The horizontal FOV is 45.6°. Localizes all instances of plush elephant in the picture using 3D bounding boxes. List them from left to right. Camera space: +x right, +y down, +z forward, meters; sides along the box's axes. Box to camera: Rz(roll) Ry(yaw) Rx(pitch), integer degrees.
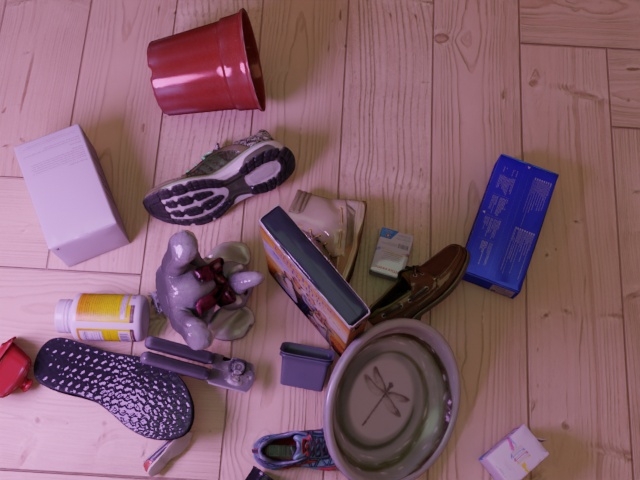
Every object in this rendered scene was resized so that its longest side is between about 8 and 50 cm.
[{"bbox_3d":[-0.256,0.116,1.858,0.255,0.330,0.272,-10,86,-27],"label":"plush elephant"}]

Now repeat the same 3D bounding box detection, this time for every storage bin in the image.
[{"bbox_3d":[-0.039,0.312,1.877,0.135,0.098,0.091,11,101,2],"label":"storage bin"}]

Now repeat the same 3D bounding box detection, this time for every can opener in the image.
[{"bbox_3d":[-0.293,0.300,1.829,0.283,0.095,0.076,19,72,-17],"label":"can opener"}]

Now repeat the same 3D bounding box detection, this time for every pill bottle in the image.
[{"bbox_3d":[-0.540,0.190,1.888,0.214,0.117,0.117,2,73,0],"label":"pill bottle"}]

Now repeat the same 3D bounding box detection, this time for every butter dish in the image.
[{"bbox_3d":[-0.752,0.324,1.844,0.118,0.160,0.160,36,75,-13],"label":"butter dish"}]

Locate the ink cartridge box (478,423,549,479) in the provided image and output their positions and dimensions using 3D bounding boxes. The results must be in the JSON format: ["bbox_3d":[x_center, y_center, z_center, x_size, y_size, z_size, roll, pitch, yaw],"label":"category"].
[{"bbox_3d":[0.466,0.509,1.813,0.143,0.092,0.090,-37,76,-13],"label":"ink cartridge box"}]

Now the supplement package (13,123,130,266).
[{"bbox_3d":[-0.632,-0.111,1.950,0.177,0.175,0.293,-22,74,-9],"label":"supplement package"}]

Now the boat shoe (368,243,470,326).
[{"bbox_3d":[0.244,0.112,1.892,0.307,0.110,0.104,-48,111,-7],"label":"boat shoe"}]

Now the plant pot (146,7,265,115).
[{"bbox_3d":[-0.304,-0.454,2.029,0.264,0.272,0.273,-10,73,4],"label":"plant pot"}]

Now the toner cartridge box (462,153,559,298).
[{"bbox_3d":[0.487,-0.039,1.993,0.165,0.075,0.348,22,74,5],"label":"toner cartridge box"}]

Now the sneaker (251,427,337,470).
[{"bbox_3d":[-0.031,0.495,1.794,0.261,0.125,0.104,-8,73,-3],"label":"sneaker"}]

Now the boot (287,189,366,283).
[{"bbox_3d":[0.000,0.000,1.964,0.203,0.095,0.262,12,71,3],"label":"boot"}]

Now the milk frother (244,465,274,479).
[{"bbox_3d":[-0.140,0.610,1.748,0.129,0.143,0.135,36,73,2],"label":"milk frother"}]

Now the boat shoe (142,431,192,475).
[{"bbox_3d":[-0.369,0.504,1.831,0.137,0.049,0.043,-44,39,-12],"label":"boat shoe"}]

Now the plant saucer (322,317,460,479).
[{"bbox_3d":[0.153,0.375,1.787,0.400,0.100,0.401,-3,95,-34],"label":"plant saucer"}]

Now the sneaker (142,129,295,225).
[{"bbox_3d":[-0.276,-0.176,2.022,0.410,0.158,0.182,-22,43,-5],"label":"sneaker"}]

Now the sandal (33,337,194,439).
[{"bbox_3d":[-0.486,0.351,1.859,0.445,0.107,0.168,20,74,19],"label":"sandal"}]

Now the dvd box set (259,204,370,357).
[{"bbox_3d":[-0.016,0.112,1.760,0.062,0.420,0.308,-39,78,-12],"label":"dvd box set"}]

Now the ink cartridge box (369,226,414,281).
[{"bbox_3d":[0.184,0.040,1.977,0.088,0.052,0.123,17,72,5],"label":"ink cartridge box"}]
